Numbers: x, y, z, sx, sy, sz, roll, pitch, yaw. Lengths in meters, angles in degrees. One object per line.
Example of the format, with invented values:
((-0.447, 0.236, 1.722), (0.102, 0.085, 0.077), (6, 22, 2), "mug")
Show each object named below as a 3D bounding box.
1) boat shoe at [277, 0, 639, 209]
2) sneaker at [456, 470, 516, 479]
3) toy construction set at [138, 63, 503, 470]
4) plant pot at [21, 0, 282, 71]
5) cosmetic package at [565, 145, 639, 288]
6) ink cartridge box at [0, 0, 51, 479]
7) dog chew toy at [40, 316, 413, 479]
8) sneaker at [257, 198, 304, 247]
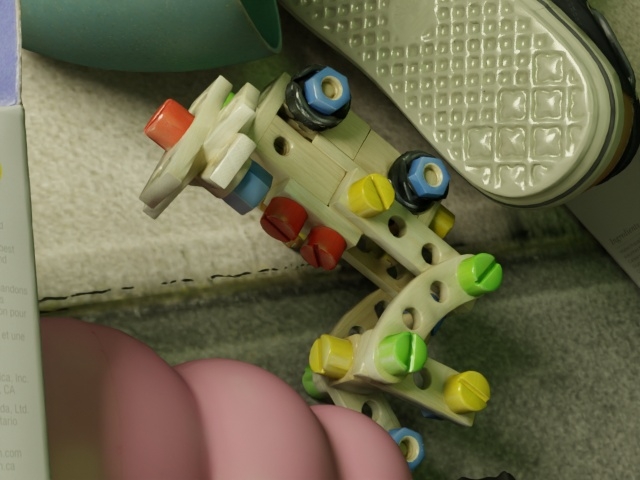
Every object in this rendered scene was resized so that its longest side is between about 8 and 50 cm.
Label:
((0.082, -0.221, 0.935), (0.156, 0.187, 0.500), (2, 45, -52), "boat shoe")
((0.080, 0.229, 0.702), (0.283, 0.107, 0.124), (-28, 109, -73), "sneaker")
((0.000, 0.000, 0.806), (0.327, 0.151, 0.215), (47, 57, -29), "toy construction set")
((-0.168, -0.241, 0.807), (0.196, 0.290, 0.290), (-17, 72, 8), "plant pot")
((0.347, -0.042, 1.004), (0.183, 0.151, 0.151), (48, 55, 2), "cosmetic package")
((-0.261, 0.057, 0.586), (0.072, 0.304, 0.307), (13, 60, -50), "ink cartridge box")
((-0.084, 0.157, 0.687), (0.332, 0.207, 0.206), (9, 64, -30), "dog chew toy")
((-0.031, -0.035, 0.896), (0.037, 0.032, 0.083), (-33, 94, -35), "sneaker")
